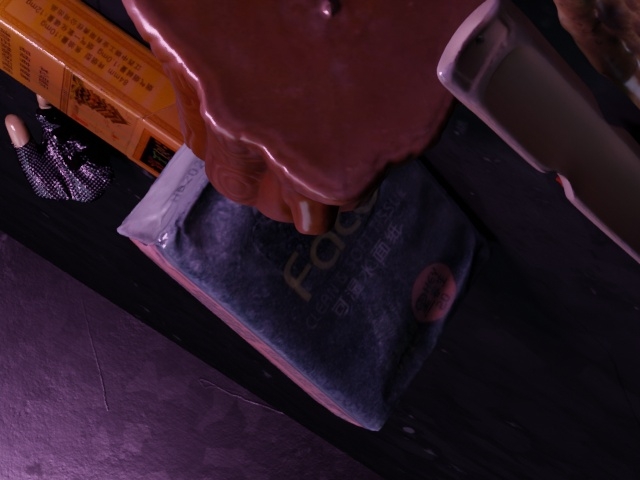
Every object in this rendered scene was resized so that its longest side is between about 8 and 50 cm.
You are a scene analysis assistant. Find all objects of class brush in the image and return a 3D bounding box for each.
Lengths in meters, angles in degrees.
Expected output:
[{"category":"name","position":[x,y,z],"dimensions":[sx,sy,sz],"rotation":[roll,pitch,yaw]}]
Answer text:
[{"category":"brush","position":[0.168,-0.059,0.722],"dimensions":[0.321,0.060,0.050],"rotation":[32,-173,-46]}]

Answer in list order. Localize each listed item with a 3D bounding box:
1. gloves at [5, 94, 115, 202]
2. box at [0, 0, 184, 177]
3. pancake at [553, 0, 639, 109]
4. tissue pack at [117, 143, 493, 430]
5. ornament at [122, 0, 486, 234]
[{"category":"gloves","position":[-0.369,-0.147,1.580],"dimensions":[0.129,0.106,0.180],"rotation":[24,134,26]},{"category":"box","position":[-0.236,-0.173,1.236],"dimensions":[0.274,0.076,0.174],"rotation":[35,166,-7]},{"category":"pancake","position":[0.225,-0.110,0.613],"dimensions":[0.235,0.029,0.212],"rotation":[38,165,-9]},{"category":"tissue pack","position":[0.000,0.000,1.010],"dimensions":[0.103,0.228,0.316],"rotation":[13,155,52]},{"category":"ornament","position":[-0.005,-0.112,0.747],"dimensions":[0.235,0.221,0.217],"rotation":[-10,171,-8]}]
